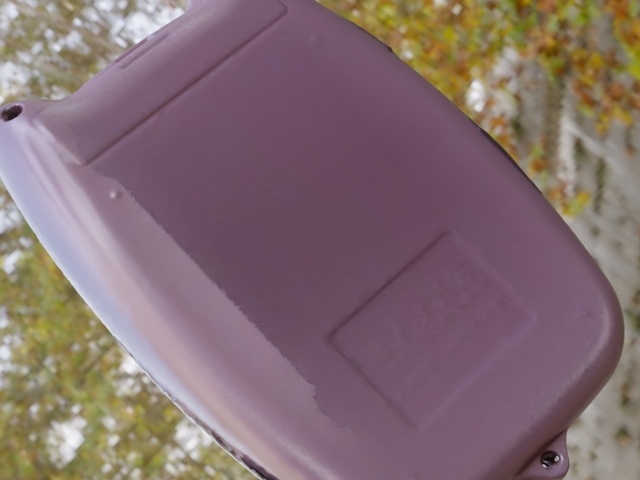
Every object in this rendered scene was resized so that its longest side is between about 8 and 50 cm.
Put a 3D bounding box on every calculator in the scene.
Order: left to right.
[{"bbox_3d":[0.000,-0.001,0.688,0.194,0.294,0.043,-40,-15,-25],"label":"calculator"}]
